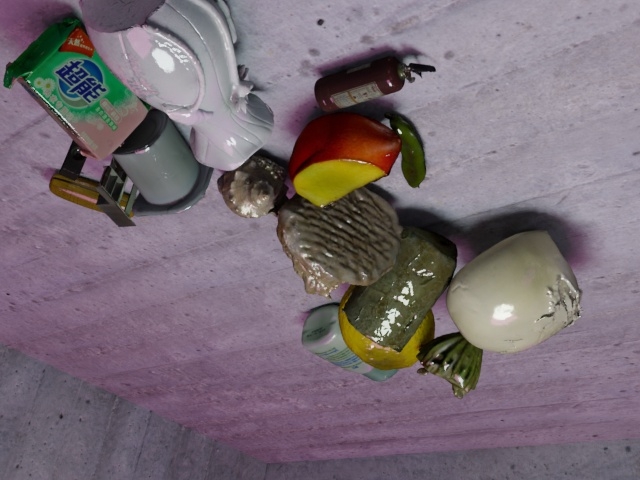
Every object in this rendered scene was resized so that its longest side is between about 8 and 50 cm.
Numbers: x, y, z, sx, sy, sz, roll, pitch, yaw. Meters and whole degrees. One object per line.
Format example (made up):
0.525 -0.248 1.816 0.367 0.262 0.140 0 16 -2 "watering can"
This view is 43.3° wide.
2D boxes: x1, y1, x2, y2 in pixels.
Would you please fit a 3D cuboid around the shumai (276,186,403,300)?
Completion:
0.000 0.000 1.934 0.314 0.267 0.262 13 158 -28 "shumai"

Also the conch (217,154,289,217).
-0.160 -0.118 1.898 0.178 0.163 0.245 51 164 -27 "conch"

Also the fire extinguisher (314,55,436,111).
0.107 -0.309 1.569 0.231 0.071 0.099 -11 171 31 "fire extinguisher"

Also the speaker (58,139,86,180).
-0.522 -0.226 1.778 0.040 0.191 0.046 24 155 -23 "speaker"

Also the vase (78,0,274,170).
-0.248 -0.318 1.511 0.250 0.250 0.445 -2 153 21 "vase"

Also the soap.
-0.486 -0.308 1.652 0.098 0.218 0.273 26 160 37 "soap"

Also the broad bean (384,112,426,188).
0.195 -0.190 1.756 0.065 0.046 0.254 5 149 23 "broad bean"

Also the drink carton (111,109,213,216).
-0.368 -0.188 1.838 0.191 0.185 0.189 -2 137 24 "drink carton"

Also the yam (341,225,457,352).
0.205 0.105 2.006 0.195 0.195 0.300 28 102 -27 "yam"

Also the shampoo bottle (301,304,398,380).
0.117 0.340 2.588 0.349 0.151 0.222 32 138 -32 "shampoo bottle"

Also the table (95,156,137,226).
-0.492 -0.140 1.965 0.062 0.146 0.175 -2 148 21 "table"

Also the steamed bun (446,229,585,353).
0.472 0.149 1.948 0.312 0.233 0.334 -35 152 12 "steamed bun"

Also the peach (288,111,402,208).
0.040 -0.192 1.688 0.154 0.158 0.267 19 153 -34 "peach"

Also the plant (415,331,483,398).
0.383 0.242 2.136 0.180 0.333 0.251 25 -179 7 "plant"

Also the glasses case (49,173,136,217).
-0.597 -0.116 2.126 0.234 0.064 0.079 19 156 -15 "glasses case"

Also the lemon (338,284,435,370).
0.183 0.223 2.247 0.268 0.268 0.322 -7 153 28 "lemon"
